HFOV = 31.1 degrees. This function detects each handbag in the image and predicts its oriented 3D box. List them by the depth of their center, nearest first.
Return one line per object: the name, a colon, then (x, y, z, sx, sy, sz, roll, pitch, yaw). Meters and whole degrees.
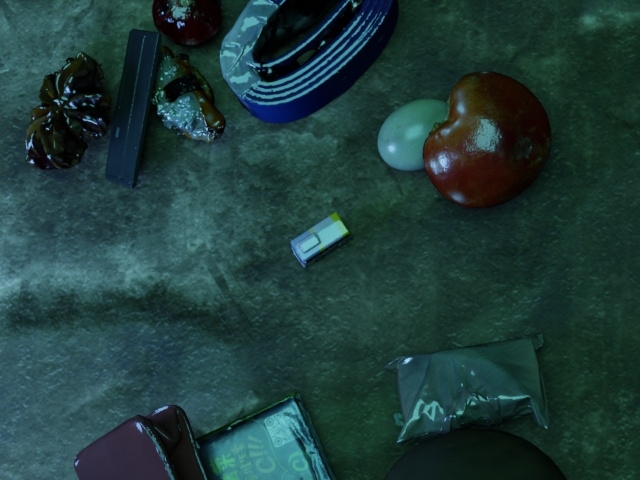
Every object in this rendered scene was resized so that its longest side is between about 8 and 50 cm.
handbag: (-0.272, 0.428, 1.850, 0.260, 0.084, 0.276, -37, 74, 40)
handbag: (0.242, 0.246, 1.854, 0.270, 0.117, 0.183, -11, 46, 7)

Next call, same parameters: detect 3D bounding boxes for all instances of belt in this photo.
belt: (-0.017, -0.364, 2.021, 0.347, 0.117, 0.212, -42, 77, -2)

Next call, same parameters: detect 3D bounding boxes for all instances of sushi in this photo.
sushi: (-0.252, -0.255, 2.041, 0.097, 0.103, 0.226, -50, 56, 33)

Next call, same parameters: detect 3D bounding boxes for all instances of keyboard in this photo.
keyboard: (-0.346, -0.183, 2.038, 0.103, 0.041, 0.381, 19, 94, 46)

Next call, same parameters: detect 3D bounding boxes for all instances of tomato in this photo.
tomato: (0.292, -0.161, 1.884, 0.200, 0.139, 0.233, 25, 85, -28)

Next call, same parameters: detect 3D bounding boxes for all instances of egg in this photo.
egg: (0.169, -0.182, 1.956, 0.152, 0.114, 0.114, -34, 76, -4)

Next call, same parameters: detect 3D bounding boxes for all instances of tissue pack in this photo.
tissue pack: (-0.108, 0.373, 1.879, 0.235, 0.073, 0.173, -26, 79, 3)

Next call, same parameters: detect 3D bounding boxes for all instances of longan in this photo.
longan: (0.246, 0.478, 1.704, 0.404, 0.336, 0.405, 12, 63, -24)

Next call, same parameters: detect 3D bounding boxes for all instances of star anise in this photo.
star anise: (-0.440, -0.218, 2.041, 0.125, 0.190, 0.220, 29, 83, -29)

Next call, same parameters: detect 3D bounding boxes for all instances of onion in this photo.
onion: (-0.238, -0.410, 2.065, 0.131, 0.131, 0.131, -2, 78, 8)

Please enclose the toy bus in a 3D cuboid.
toy bus: (0.000, 0.000, 1.973, 0.102, 0.058, 0.052, -33, 75, 0)
